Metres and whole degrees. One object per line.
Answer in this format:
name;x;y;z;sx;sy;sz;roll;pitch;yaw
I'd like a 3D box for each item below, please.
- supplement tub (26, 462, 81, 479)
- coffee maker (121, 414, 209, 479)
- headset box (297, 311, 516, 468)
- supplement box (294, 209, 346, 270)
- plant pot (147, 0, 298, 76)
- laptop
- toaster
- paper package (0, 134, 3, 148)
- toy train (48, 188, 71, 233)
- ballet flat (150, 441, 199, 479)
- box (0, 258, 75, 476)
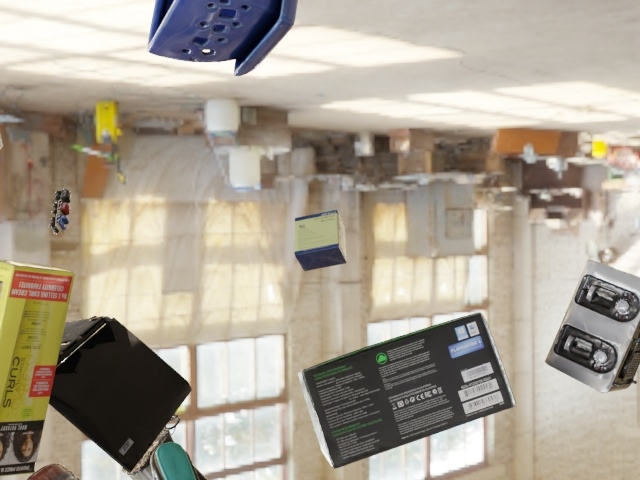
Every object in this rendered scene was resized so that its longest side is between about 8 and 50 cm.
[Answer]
supplement tub;-0.227;0.320;0.855;0.198;0.106;0.106;39;-172;9
coffee maker;-0.325;0.520;1.954;0.171;0.178;0.120;-42;-161;-15
headset box;0.104;0.206;1.208;0.246;0.131;0.283;-18;172;-5
supplement box;0.000;0.000;1.560;0.083;0.083;0.056;-11;144;13
plant pot;-0.164;-0.450;1.562;0.212;0.236;0.236;18;152;-24
laptop;-0.345;0.205;1.166;0.264;0.136;0.234;-10;-166;14
toaster;0.417;0.122;1.243;0.110;0.168;0.186;25;-173;30
paper package;-0.615;-0.121;1.192;0.168;0.325;0.309;30;154;-1
toy train;-0.521;-0.060;1.749;0.036;0.027;0.158;-21;-146;3
ballet flat;-0.230;0.479;1.499;0.095;0.096;0.280;-1;-142;-25
box;-0.342;0.140;0.961;0.058;0.232;0.087;10;178;38
